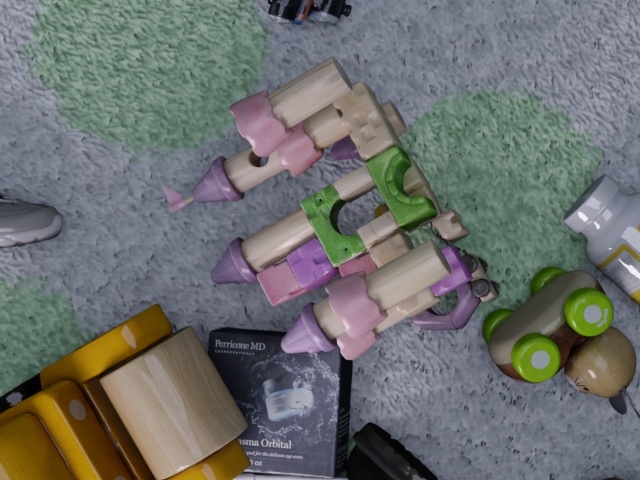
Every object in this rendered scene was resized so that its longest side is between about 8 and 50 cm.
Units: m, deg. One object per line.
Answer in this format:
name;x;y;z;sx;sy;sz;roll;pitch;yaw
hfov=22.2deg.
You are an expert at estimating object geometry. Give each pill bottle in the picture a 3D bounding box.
pill bottle;0.370;0.011;1.866;0.184;0.103;0.103;42;90;-1

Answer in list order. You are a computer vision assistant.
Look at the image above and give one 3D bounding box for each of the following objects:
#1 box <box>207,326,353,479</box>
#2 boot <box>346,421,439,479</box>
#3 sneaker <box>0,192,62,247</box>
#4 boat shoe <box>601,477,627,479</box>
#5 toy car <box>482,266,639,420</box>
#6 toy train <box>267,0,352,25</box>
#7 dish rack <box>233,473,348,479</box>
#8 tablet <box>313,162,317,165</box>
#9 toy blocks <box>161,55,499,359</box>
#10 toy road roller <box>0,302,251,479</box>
box;-0.048;0.183;1.853;0.156;0.093;0.158;3;90;10
boot;0.072;0.401;1.782;0.260;0.131;0.348;-37;92;-1
sneaker;-0.430;-0.054;1.850;0.281;0.105;0.115;9;90;-1
boat shoe;0.404;0.319;1.850;0.206;0.075;0.065;28;46;4
toy car;0.297;0.142;1.852;0.149;0.155;0.188;-41;103;0
toy train;0.001;-0.330;1.871;0.105;0.080;0.184;18;90;-7
dish rack;-0.005;0.409;1.879;0.332;0.072;0.286;2;90;-1
tablet;-0.034;-0.127;1.906;0.054;0.006;0.083;-5;90;-1
toy blocks;0.000;0.000;1.791;0.260;0.309;0.289;-31;77;12
toy road roller;-0.264;0.236;1.750;0.329;0.240;0.202;-30;91;32
